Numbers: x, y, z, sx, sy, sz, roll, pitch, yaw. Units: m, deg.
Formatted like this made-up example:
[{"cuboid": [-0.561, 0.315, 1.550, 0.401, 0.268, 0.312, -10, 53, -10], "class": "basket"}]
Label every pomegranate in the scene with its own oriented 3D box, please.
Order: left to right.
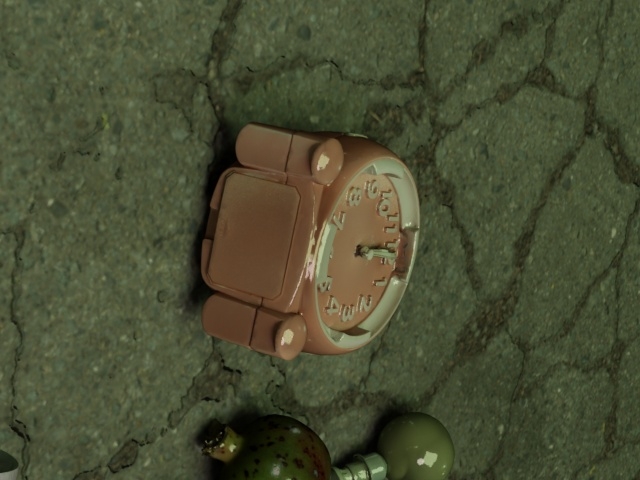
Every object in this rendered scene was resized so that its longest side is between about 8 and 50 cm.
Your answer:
[{"cuboid": [-0.050, 0.235, 1.409, 0.130, 0.130, 0.130, -15, 112, -41], "class": "pomegranate"}]

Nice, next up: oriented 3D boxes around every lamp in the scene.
[{"cuboid": [0.072, 0.254, 1.567, 0.163, 0.091, 0.091, -16, 113, -26], "class": "lamp"}]

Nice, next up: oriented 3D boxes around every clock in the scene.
[{"cuboid": [0.000, 0.000, 1.390, 0.241, 0.142, 0.227, 3, 100, -54], "class": "clock"}]

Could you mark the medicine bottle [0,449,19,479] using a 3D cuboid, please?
[{"cuboid": [-0.333, 0.280, 1.132, 0.139, 0.139, 0.226, 12, 94, -45], "class": "medicine bottle"}]
